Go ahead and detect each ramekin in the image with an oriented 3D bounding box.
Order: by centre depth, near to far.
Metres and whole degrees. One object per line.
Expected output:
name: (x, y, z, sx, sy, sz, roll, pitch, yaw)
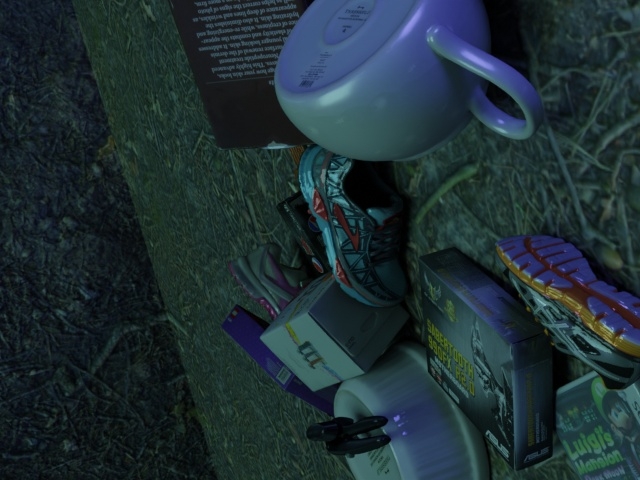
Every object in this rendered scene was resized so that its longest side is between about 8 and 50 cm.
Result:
ramekin: (0.124, 0.296, 1.437, 0.273, 0.127, 0.273, 51, 151, 42)

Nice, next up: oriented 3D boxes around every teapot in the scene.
teapot: (0.091, -0.174, 1.019, 0.187, 0.252, 0.256, 41, -147, -31)

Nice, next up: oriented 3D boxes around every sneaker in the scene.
sneaker: (0.248, 0.068, 0.974, 0.215, 0.084, 0.083, 48, 143, 43)
sneaker: (0.064, -0.017, 1.332, 0.125, 0.104, 0.262, -7, 117, 48)
sneaker: (-0.048, 0.105, 1.732, 0.252, 0.111, 0.103, 50, 176, -12)

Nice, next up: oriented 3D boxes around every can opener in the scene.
can opener: (0.048, 0.278, 1.354, 0.186, 0.073, 0.059, -21, 80, 60)

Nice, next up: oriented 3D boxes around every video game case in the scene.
video game case: (0.321, 0.224, 1.031, 0.173, 0.022, 0.190, 65, 159, 15)

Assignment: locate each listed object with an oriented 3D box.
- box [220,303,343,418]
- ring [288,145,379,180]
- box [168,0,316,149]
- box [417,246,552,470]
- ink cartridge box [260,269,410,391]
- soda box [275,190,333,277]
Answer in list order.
box: (-0.039, 0.227, 1.725, 0.201, 0.057, 0.293, 36, 178, -32)
ring: (-0.007, -0.183, 1.467, 0.336, 0.032, 0.337, 50, 151, 42)
box: (-0.077, -0.311, 1.203, 0.191, 0.143, 0.382, 0, 122, 25)
box: (0.199, 0.138, 1.176, 0.231, 0.056, 0.183, -132, 29, -57)
ink cartridge box: (0.020, 0.130, 1.456, 0.127, 0.128, 0.176, 46, 148, -8)
soda box: (0.000, 0.000, 1.532, 0.169, 0.053, 0.060, 59, 160, -7)
